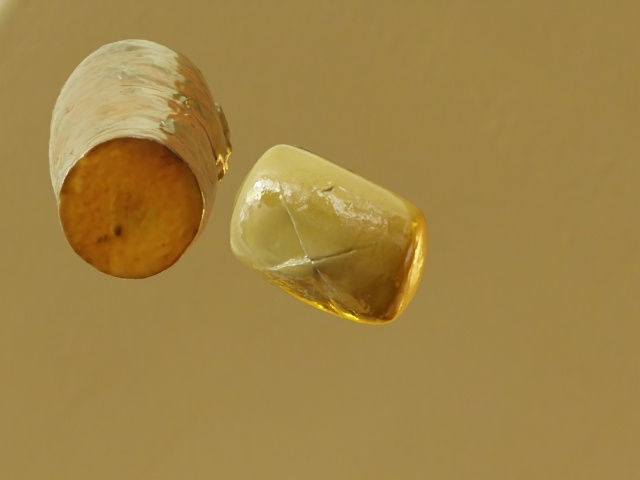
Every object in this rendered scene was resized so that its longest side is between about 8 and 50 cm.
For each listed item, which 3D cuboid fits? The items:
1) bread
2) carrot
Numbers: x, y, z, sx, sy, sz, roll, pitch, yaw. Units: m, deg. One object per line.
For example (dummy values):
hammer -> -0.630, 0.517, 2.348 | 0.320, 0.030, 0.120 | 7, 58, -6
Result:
bread -> 0.000, 0.000, 1.068 | 0.115, 0.056, 0.082 | 31, -60, 15
carrot -> -0.135, -0.057, 1.404 | 0.138, 0.302, 0.139 | 0, -73, 0
